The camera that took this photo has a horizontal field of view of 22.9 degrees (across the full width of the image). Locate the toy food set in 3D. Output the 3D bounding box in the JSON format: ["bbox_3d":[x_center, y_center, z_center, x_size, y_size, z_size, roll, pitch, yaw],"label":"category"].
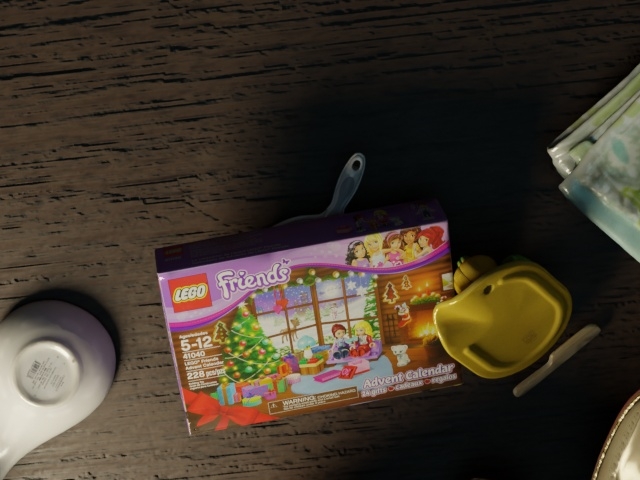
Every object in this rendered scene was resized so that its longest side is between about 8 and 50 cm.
[{"bbox_3d":[0.185,0.071,1.620,0.128,0.071,0.218,-44,140,6],"label":"toy food set"}]

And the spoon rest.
[{"bbox_3d":[-0.325,0.191,1.691,0.137,0.084,0.276,32,90,-8],"label":"spoon rest"}]

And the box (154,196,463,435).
[{"bbox_3d":[-0.008,0.079,1.611,0.293,0.057,0.200,-11,119,-4],"label":"box"}]

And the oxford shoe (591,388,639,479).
[{"bbox_3d":[0.356,0.191,1.516,0.123,0.130,0.348,32,122,4],"label":"oxford shoe"}]

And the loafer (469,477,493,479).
[{"bbox_3d":[0.177,0.364,1.709,0.102,0.092,0.268,-7,123,-32],"label":"loafer"}]

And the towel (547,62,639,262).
[{"bbox_3d":[0.460,-0.069,1.592,0.374,0.090,0.320,41,102,-9],"label":"towel"}]

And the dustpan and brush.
[{"bbox_3d":[0.000,0.000,1.633,0.147,0.060,0.211,22,104,-5],"label":"dustpan and brush"}]
